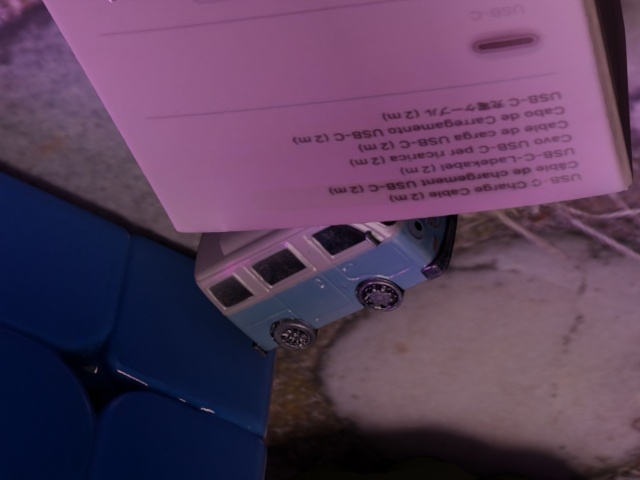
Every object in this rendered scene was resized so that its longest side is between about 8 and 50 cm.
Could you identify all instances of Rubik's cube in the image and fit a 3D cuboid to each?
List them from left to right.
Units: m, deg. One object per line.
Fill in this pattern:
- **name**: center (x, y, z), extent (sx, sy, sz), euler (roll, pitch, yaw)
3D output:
- **Rubik's cube**: center (-0.220, 0.152, 0.880), extent (0.290, 0.292, 0.291), euler (25, 136, -21)

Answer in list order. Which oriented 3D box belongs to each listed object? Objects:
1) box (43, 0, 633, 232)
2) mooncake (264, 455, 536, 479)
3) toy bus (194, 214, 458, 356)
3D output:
- **box**: center (0.004, -0.113, 0.670), extent (0.203, 0.106, 0.252), euler (-6, 144, 15)
- **mooncake**: center (0.042, 0.283, 1.079), extent (0.351, 0.187, 0.351), euler (1, 141, 1)
- **toy bus**: center (0.000, 0.000, 0.855), extent (0.123, 0.060, 0.075), euler (-26, 126, 34)
